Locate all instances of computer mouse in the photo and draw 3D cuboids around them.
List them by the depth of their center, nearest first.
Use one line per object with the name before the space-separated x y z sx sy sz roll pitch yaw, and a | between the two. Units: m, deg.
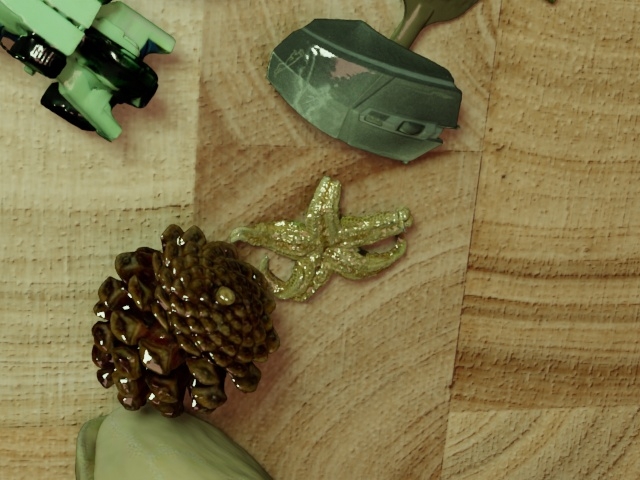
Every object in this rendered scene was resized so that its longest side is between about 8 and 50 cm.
computer mouse | 0.050 -0.148 1.143 0.231 0.071 0.126 24 123 -23

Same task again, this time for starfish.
starfish | 0.002 0.002 1.213 0.209 0.053 0.150 6 102 -15

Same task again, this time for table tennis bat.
table tennis bat | 0.123 -0.268 1.148 0.131 0.022 0.234 17 114 -47

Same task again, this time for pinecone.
pinecone | -0.152 0.093 1.137 0.207 0.208 0.208 -4 109 -13

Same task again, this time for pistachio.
pistachio | -0.142 0.319 1.208 0.332 0.208 0.226 42 50 -9

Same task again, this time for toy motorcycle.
toy motorcycle | -0.292 -0.228 0.999 0.331 0.196 0.125 36 81 -35

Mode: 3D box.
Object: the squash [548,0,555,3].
squash | 0.249 -0.348 1.147 0.075 0.090 0.200 -1 116 23
